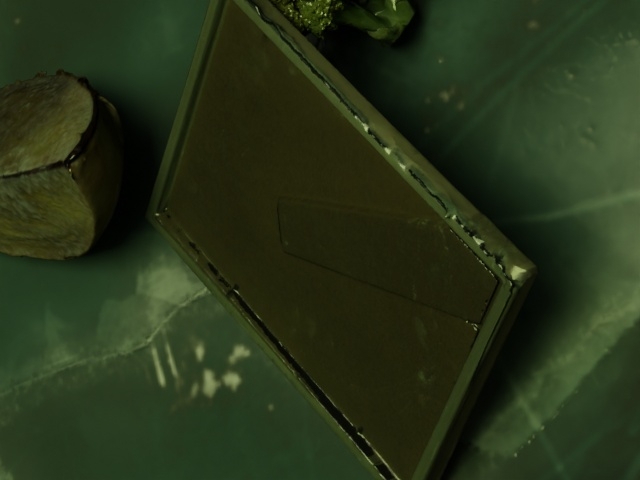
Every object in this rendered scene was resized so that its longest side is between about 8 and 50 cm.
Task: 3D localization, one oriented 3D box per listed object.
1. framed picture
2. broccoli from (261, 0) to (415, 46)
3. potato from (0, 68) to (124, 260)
[{"bbox_3d":[0.000,0.000,1.316,0.315,0.024,0.232,48,138,28],"label":"framed picture"},{"bbox_3d":[0.008,-0.180,1.347,0.120,0.130,0.131,35,72,-10],"label":"broccoli"},{"bbox_3d":[-0.210,-0.051,1.495,0.261,0.100,0.120,-4,43,46],"label":"potato"}]
